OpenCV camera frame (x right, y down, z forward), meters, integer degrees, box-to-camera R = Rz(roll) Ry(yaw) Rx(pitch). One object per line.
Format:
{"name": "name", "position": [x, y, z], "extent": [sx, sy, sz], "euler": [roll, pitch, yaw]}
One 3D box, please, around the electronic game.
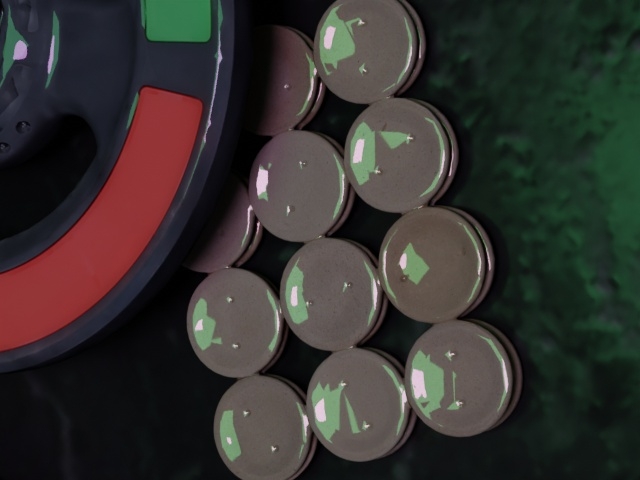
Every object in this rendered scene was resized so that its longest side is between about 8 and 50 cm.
{"name": "electronic game", "position": [-0.119, -0.068, 0.665], "extent": [0.229, 0.048, 0.229], "euler": [0, 90, 33]}

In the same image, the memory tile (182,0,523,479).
{"name": "memory tile", "position": [0.000, 0.000, 0.633], "extent": [0.113, 0.012, 0.148], "euler": [-19, 82, 27]}
